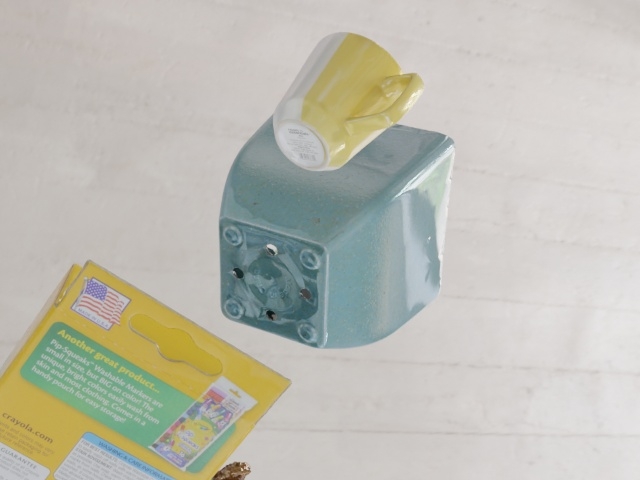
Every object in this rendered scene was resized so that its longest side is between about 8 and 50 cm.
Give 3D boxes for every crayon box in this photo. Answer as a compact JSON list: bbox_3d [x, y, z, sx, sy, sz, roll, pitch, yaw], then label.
[{"bbox_3d":[-0.196,0.167,0.937,0.203,0.323,0.083,33,22,-15],"label":"crayon box"}]

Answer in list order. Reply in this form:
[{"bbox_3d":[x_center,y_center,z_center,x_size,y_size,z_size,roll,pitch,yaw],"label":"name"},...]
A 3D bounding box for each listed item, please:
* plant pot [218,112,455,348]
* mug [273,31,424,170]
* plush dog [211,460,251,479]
[{"bbox_3d":[0.000,0.000,1.309,0.252,0.247,0.247,-44,143,-51],"label":"plant pot"},{"bbox_3d":[0.009,-0.074,0.566,0.062,0.078,0.064,40,56,-2],"label":"mug"},{"bbox_3d":[-0.197,0.357,1.213,0.262,0.211,0.225,56,33,-10],"label":"plush dog"}]
